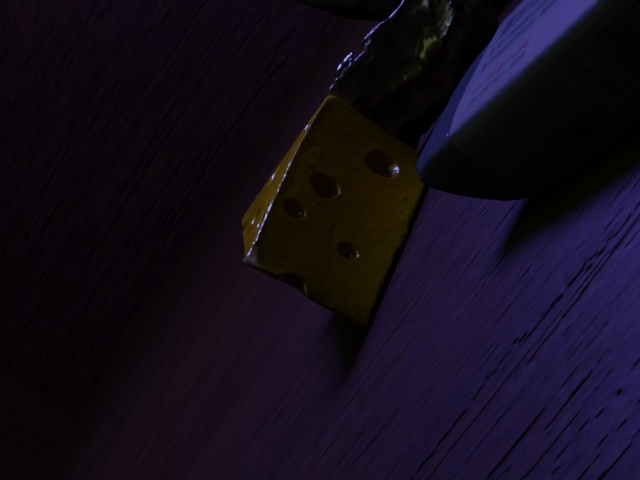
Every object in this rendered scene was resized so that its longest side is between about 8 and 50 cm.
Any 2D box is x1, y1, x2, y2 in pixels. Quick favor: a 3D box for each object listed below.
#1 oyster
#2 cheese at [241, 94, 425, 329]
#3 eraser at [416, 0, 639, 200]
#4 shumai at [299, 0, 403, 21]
[{"bbox_3d":[0.064,-0.103,1.101,0.209,0.072,0.133,-55,-26,2],"label":"oyster"},{"bbox_3d":[0.000,0.000,1.004,0.126,0.093,0.171,-54,9,26],"label":"cheese"},{"bbox_3d":[0.138,-0.103,0.636,0.089,0.061,0.352,-62,8,-25],"label":"eraser"},{"bbox_3d":[0.095,-0.393,1.304,0.348,0.395,0.395,-29,-16,-46],"label":"shumai"}]
